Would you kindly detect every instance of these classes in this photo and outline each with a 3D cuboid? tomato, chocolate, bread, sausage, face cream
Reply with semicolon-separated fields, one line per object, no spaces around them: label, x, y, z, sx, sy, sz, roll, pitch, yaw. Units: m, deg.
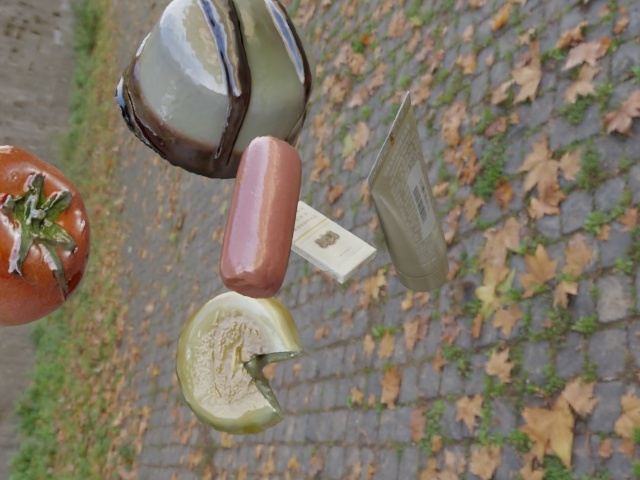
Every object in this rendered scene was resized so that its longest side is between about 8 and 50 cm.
tomato;-0.590;0.000;1.419;0.273;0.341;0.341;-26;47;29
chocolate;-0.128;-0.240;1.075;0.186;0.284;0.283;119;155;-43
bread;-0.187;0.279;1.796;0.160;0.333;0.333;41;-120;-73
sausage;-0.053;-0.024;0.703;0.062;0.062;0.154;-39;38;56
face cream;0.120;-0.040;1.050;0.137;0.084;0.341;-63;-25;-22

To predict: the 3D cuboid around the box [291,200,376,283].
box;0.000;0.000;1.272;0.167;0.090;0.024;34;137;23
